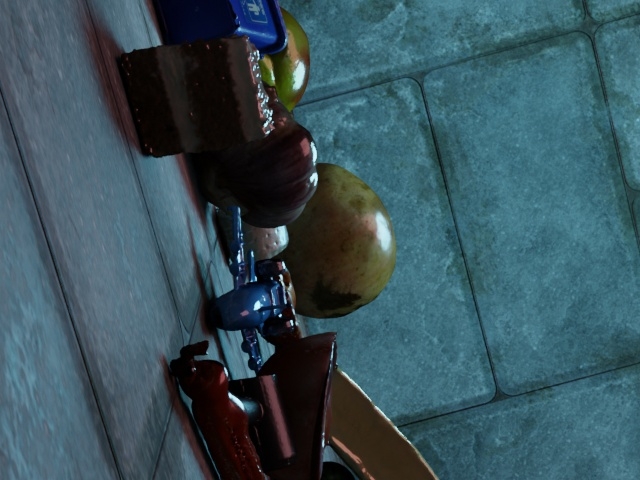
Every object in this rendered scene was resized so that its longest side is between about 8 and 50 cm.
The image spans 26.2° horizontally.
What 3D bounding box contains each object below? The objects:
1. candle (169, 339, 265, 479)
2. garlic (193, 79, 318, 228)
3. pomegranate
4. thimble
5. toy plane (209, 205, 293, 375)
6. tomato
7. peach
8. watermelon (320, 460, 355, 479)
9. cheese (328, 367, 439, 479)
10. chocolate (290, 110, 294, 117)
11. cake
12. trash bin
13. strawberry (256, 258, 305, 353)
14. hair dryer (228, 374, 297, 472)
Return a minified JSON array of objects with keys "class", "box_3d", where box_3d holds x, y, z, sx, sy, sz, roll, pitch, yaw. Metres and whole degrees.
[{"class":"candle","box_3d":[-0.084,0.220,1.386,0.048,0.051,0.329,-100,175,-46]},{"class":"garlic","box_3d":[-0.113,-0.122,2.007,0.245,0.160,0.245,49,-19,24]},{"class":"pomegranate","box_3d":[0.000,0.000,2.613,0.322,0.322,0.322,-15,90,-89]},{"class":"thimble","box_3d":[-0.106,-0.017,2.153,0.115,0.102,0.090,-42,121,-55]},{"class":"toy plane","box_3d":[-0.090,0.082,1.770,0.271,0.105,0.254,-138,-141,-85]},{"class":"tomato","box_3d":[-0.038,0.204,1.709,0.228,0.112,0.199,93,6,-74]},{"class":"peach","box_3d":[-0.121,-0.321,2.491,0.231,0.231,0.231,-15,90,-89]},{"class":"watermelon","box_3d":[0.010,0.413,2.276,0.109,0.109,0.109,-15,90,-89]},{"class":"cheese","box_3d":[0.074,0.341,2.338,0.384,0.104,0.384,47,-6,6]},{"class":"chocolate","box_3d":[-0.133,-0.233,2.717,0.177,0.176,0.177,-15,90,-89]},{"class":"cake","box_3d":[-0.134,-0.166,1.536,0.135,0.147,0.135,-85,160,-81]},{"class":"trash bin","box_3d":[-0.171,-0.350,2.136,0.234,0.184,0.163,-25,97,-76]},{"class":"strawberry","box_3d":[-0.075,0.116,2.254,0.192,0.085,0.140,65,11,-78]},{"class":"hair dryer","box_3d":[-0.082,0.202,1.493,0.248,0.070,0.114,40,35,-81]}]
